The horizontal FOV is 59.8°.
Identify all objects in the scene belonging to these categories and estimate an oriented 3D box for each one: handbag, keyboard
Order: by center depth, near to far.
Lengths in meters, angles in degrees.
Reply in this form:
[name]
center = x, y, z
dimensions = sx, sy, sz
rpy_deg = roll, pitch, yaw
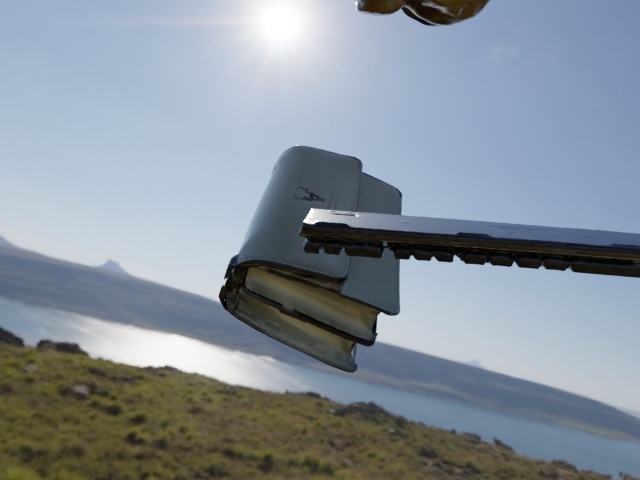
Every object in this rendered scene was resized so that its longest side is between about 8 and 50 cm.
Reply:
[keyboard]
center = 0.145, 0.004, 0.395
dimensions = 0.317, 0.027, 0.106
rpy_deg = 4, 8, 4
[handbag]
center = 0.000, 0.000, 0.895
dimensions = 0.237, 0.160, 0.358
rpy_deg = 23, 34, -7

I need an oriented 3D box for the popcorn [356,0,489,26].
[popcorn]
center = 0.105, -0.386, 0.621
dimensions = 0.265, 0.225, 0.332
rpy_deg = -6, -8, 12
